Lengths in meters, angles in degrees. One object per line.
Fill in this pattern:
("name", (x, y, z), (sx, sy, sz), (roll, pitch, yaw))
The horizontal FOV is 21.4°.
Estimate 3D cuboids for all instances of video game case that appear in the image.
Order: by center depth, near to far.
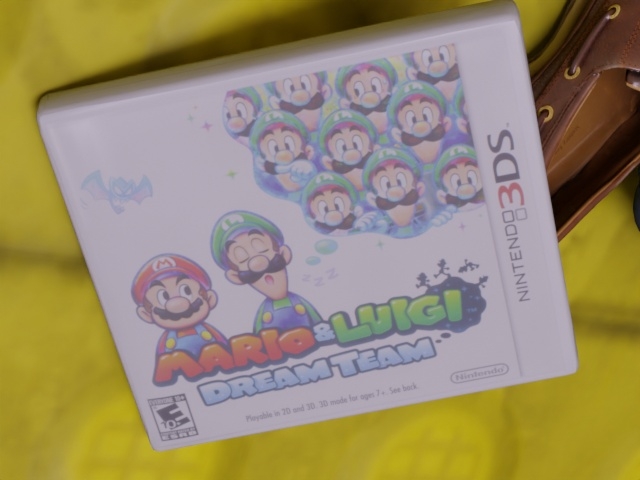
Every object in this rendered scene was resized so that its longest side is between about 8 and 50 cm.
("video game case", (0.000, 0.000, 0.573), (0.157, 0.019, 0.143), (-11, 122, 6))

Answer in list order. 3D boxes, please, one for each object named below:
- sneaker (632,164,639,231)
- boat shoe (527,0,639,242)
("sneaker", (0.211, 0.066, 0.697), (0.296, 0.112, 0.131), (34, 96, -35))
("boat shoe", (0.116, -0.062, 0.613), (0.178, 0.060, 0.064), (-46, 126, 0))
